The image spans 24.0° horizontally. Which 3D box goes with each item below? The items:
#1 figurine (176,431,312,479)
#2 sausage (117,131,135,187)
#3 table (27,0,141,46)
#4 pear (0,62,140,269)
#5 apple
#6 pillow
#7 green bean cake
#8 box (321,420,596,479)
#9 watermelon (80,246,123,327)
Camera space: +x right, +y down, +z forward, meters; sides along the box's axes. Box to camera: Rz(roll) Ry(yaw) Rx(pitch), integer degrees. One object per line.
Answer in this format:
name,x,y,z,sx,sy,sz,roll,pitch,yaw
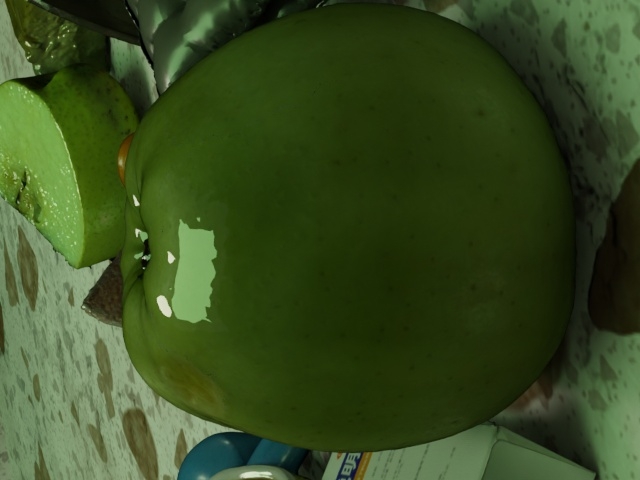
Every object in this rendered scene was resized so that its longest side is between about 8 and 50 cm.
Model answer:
figurine,-0.033,0.351,1.631,0.416,0.243,0.298,-104,2,-65
sausage,-0.175,-0.082,1.831,0.274,0.105,0.105,19,118,63
table,-0.160,-0.380,1.530,0.317,0.317,0.249,56,135,41
pear,-0.341,-0.134,2.085,0.292,0.159,0.292,28,130,40
apple,0.017,-0.007,1.155,0.357,0.357,0.357,42,138,54
pillow,-0.047,-0.272,1.276,0.326,0.101,0.228,-39,54,23
green bean cake,-0.356,-0.356,2.079,0.233,0.124,0.236,69,155,19
box,0.087,0.262,1.284,0.299,0.106,0.200,-13,53,67
watermelon,-0.190,0.052,1.885,0.136,0.202,0.207,-17,87,27
